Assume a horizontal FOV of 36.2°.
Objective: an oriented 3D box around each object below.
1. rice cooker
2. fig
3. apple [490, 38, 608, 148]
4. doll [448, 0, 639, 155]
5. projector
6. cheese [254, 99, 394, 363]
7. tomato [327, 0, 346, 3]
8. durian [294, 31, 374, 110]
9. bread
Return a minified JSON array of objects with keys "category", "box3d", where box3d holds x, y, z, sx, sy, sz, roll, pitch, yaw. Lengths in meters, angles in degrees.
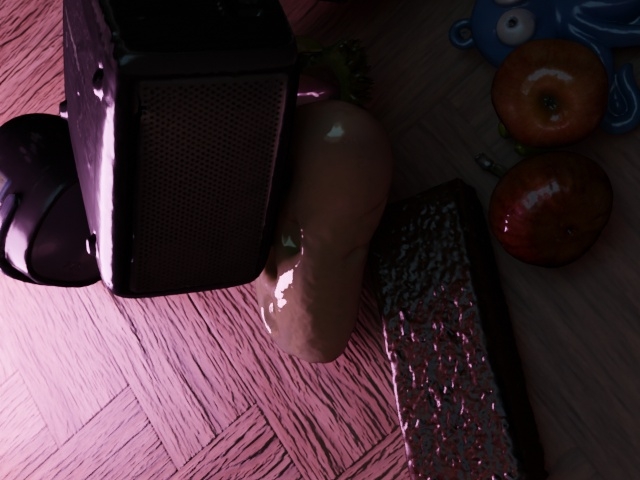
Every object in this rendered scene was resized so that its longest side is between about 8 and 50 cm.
[{"category":"rice cooker","box3d":[-0.427,-0.063,1.559,0.224,0.267,0.267,37,95,30]},{"category":"fig","box3d":[0.286,-0.039,1.268,0.148,0.202,0.149,13,86,-8]},{"category":"apple","box3d":[0.290,-0.185,1.233,0.146,0.131,0.146,3,103,13]},{"category":"doll","box3d":[0.334,-0.299,1.321,0.341,0.099,0.346,-10,76,26]},{"category":"projector","box3d":[-0.204,-0.193,1.273,0.242,0.405,0.395,-6,48,-18]},{"category":"cheese","box3d":[0.000,0.000,1.309,0.130,0.351,0.328,-2,83,-19]},{"category":"tomato","box3d":[0.025,-0.510,1.437,0.317,0.282,0.316,-9,63,17]},{"category":"durian","box3d":[-0.060,-0.242,1.457,0.352,0.169,0.158,20,84,38]},{"category":"bread","box3d":[0.169,0.135,1.287,0.165,0.113,0.416,-18,69,21]}]
